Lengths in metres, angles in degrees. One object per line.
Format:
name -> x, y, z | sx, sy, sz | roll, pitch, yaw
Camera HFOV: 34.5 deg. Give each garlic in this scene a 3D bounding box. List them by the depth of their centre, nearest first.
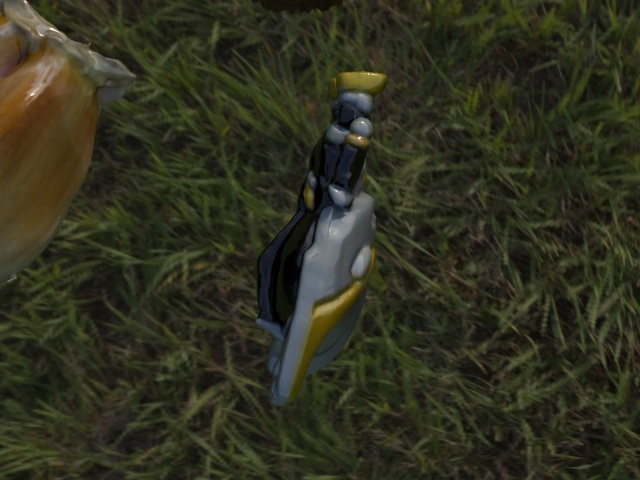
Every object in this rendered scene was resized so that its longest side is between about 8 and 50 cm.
garlic -> -0.356, -0.096, 0.967 | 0.286, 0.249, 0.313 | 45, 59, -6

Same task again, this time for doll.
doll -> 0.000, 0.000, 0.958 | 0.145, 0.103, 0.316 | 14, 93, 58

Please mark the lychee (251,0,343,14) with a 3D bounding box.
lychee -> -0.034, -0.339, 1.085 | 0.200, 0.238, 0.200 | 6, 100, 40
